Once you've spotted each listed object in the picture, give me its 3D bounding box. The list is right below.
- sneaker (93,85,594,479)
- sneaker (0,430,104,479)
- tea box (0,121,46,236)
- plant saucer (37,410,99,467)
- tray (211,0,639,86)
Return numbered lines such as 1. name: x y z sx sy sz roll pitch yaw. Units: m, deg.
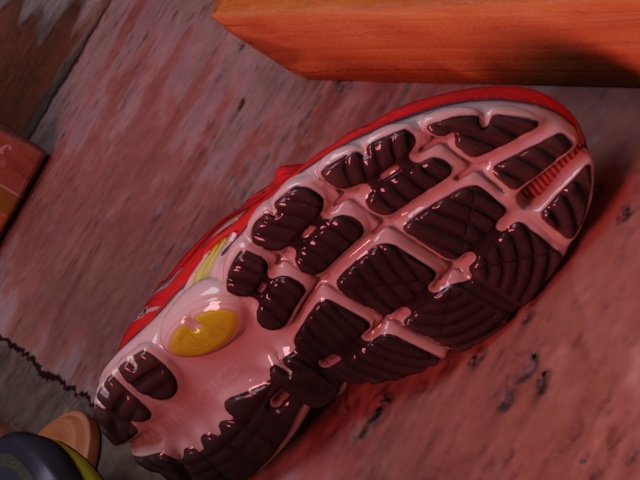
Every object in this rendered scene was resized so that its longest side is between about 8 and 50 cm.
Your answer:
1. sneaker: 0.000 0.000 0.805 0.279 0.107 0.118 -33 27 36
2. sneaker: -0.169 0.207 0.850 0.111 0.121 0.300 -36 34 37
3. tea box: -0.428 -0.017 1.290 0.323 0.329 0.220 -61 26 -4
4. plant saucer: -0.149 0.130 1.016 0.083 0.013 0.083 -41 31 32
5. tray: 0.104 -0.174 0.833 0.411 0.076 0.203 11 72 61
